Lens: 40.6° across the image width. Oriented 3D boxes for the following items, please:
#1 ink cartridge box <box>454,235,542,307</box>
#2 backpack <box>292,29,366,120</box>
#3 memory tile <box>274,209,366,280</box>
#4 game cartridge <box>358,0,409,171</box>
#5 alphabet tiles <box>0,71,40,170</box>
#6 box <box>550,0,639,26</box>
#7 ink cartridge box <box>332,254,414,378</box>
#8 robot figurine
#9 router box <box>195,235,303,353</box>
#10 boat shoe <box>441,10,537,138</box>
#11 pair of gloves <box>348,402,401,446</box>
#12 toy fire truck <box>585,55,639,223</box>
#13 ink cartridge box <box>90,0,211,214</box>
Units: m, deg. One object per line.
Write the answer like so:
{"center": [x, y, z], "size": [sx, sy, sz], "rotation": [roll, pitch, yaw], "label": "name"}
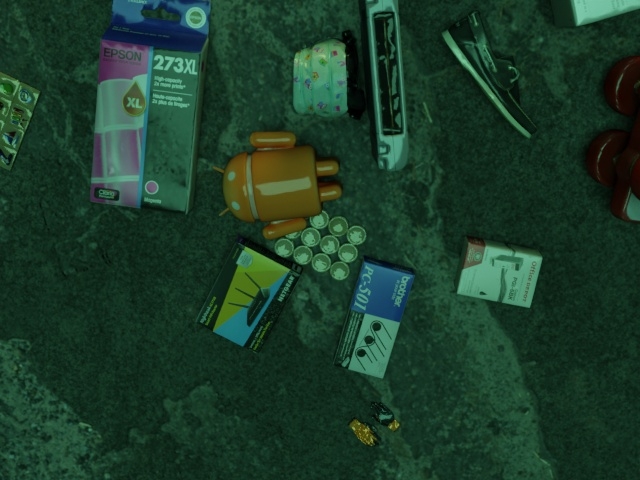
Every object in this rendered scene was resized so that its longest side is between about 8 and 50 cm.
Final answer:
{"center": [0.316, 0.056, 1.543], "size": [0.135, 0.056, 0.099], "rotation": [10, 103, 1], "label": "ink cartridge box"}
{"center": [0.011, -0.260, 1.418], "size": [0.115, 0.182, 0.152], "rotation": [-8, 104, 5], "label": "backpack"}
{"center": [0.000, 0.000, 1.568], "size": [0.148, 0.012, 0.113], "rotation": [23, 103, -2], "label": "memory tile"}
{"center": [0.100, -0.273, 1.401], "size": [0.062, 0.198, 0.297], "rotation": [-5, 104, 4], "label": "game cartridge"}
{"center": [-0.633, -0.202, 1.554], "size": [0.198, 0.009, 0.237], "rotation": [25, 104, -4], "label": "alphabet tiles"}
{"center": [0.420, -0.438, 1.355], "size": [0.119, 0.182, 0.181], "rotation": [-15, 102, 8], "label": "box"}
{"center": [0.096, 0.140, 1.580], "size": [0.097, 0.046, 0.207], "rotation": [15, 104, -2], "label": "ink cartridge box"}
{"center": [-0.073, -0.095, 1.490], "size": [0.219, 0.128, 0.158], "rotation": [-6, 141, 4], "label": "robot figurine"}
{"center": [-0.130, 0.100, 1.577], "size": [0.133, 0.046, 0.179], "rotation": [27, 108, -3], "label": "router box"}
{"center": [0.299, -0.274, 1.451], "size": [0.079, 0.084, 0.233], "rotation": [-35, 96, 11], "label": "boat shoe"}
{"center": [0.103, 0.351, 1.649], "size": [0.083, 0.010, 0.074], "rotation": [-43, 98, 11], "label": "pair of gloves"}
{"center": [0.605, -0.168, 1.434], "size": [0.253, 0.169, 0.302], "rotation": [6, 106, -18], "label": "toy fire truck"}
{"center": [-0.295, -0.238, 1.503], "size": [0.175, 0.069, 0.371], "rotation": [8, 101, 1], "label": "ink cartridge box"}
